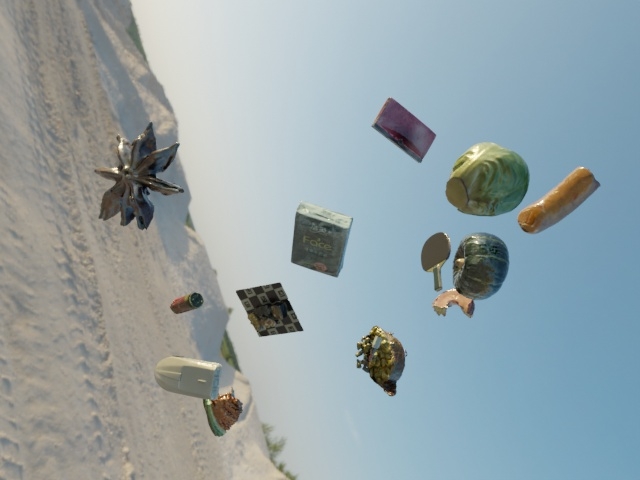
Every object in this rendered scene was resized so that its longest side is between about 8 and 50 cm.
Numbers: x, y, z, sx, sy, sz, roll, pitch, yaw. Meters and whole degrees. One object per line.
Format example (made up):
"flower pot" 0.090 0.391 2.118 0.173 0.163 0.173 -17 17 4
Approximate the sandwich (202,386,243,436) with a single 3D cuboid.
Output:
"sandwich" -0.377 0.671 1.932 0.109 0.160 0.184 -101 177 -66

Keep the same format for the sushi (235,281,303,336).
"sushi" -0.186 0.245 1.623 0.215 0.050 0.192 -15 -75 36

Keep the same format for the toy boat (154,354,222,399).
"toy boat" -0.479 0.500 1.797 0.270 0.141 0.140 2 -64 31

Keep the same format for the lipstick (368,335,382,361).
"lipstick" 0.219 0.442 1.987 0.107 0.025 0.025 -67 -166 -6

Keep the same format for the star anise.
"star anise" -0.439 -0.142 1.162 0.088 0.288 0.288 27 37 -62

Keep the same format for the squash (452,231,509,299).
"squash" 0.572 0.092 1.763 0.252 0.165 0.252 -165 -90 -86

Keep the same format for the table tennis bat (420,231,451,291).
"table tennis bat" 0.507 0.089 2.134 0.173 0.022 0.301 -39 -146 40

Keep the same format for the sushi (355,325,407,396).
"sushi" 0.267 0.517 2.119 0.167 0.179 0.296 -10 -108 40

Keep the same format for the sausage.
"sausage" 0.757 -0.120 1.565 0.109 0.271 0.109 49 10 -12

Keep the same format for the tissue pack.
"tissue pack" 0.000 0.000 2.035 0.315 0.228 0.103 99 11 -47

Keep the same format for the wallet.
"wallet" 0.289 -0.375 1.663 0.232 0.119 0.025 30 -1 -26

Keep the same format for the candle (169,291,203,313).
"candle" -0.409 0.192 1.473 0.131 0.052 0.051 -20 -93 40

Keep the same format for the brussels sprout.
"brussels sprout" 0.501 -0.176 1.466 0.244 0.244 0.243 163 -90 -77

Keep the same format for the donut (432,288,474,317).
"donut" 0.528 0.244 1.905 0.166 0.117 0.065 9 -35 33
